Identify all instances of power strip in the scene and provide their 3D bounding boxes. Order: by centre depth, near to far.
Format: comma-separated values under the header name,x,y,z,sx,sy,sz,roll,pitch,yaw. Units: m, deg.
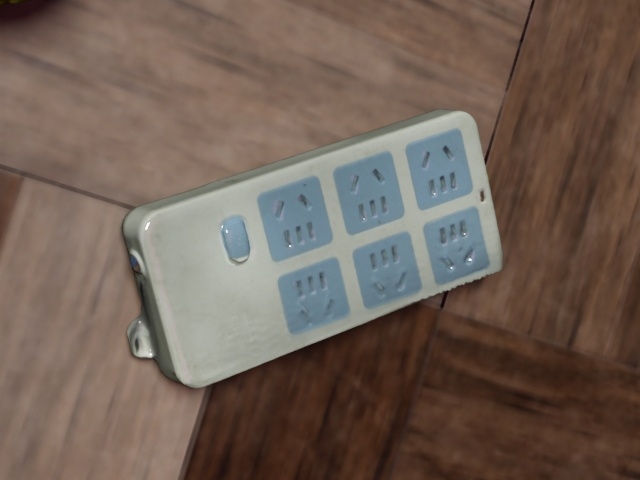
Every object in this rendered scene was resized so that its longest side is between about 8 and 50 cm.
name,x,y,z,sx,sy,sz,roll,pitch,yaw
power strip,0.000,0.000,0.647,0.192,0.035,0.081,-19,106,-27

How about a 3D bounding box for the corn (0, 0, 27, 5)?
name,x,y,z,sx,sy,sz,roll,pitch,yaw
corn,-0.222,-0.130,0.470,0.320,0.097,0.097,1,96,-28
